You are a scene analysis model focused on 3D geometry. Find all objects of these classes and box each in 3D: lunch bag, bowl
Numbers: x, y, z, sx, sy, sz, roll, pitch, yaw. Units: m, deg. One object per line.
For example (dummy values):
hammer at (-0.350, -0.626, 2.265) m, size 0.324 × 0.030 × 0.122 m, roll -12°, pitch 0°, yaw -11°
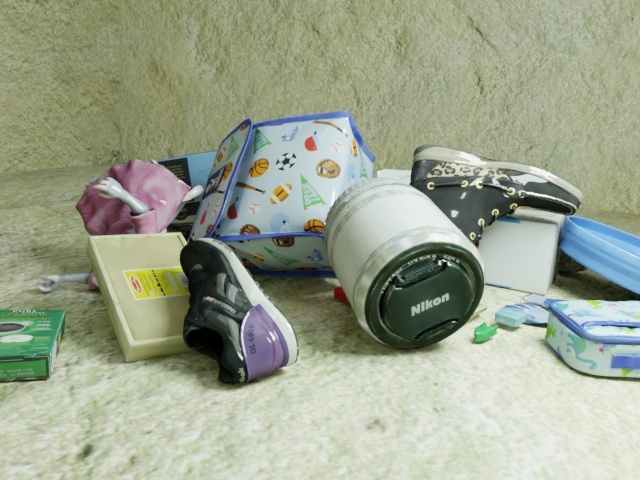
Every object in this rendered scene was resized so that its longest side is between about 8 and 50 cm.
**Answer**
lunch bag at (-0.106, -0.098, 1.335) m, size 0.386 × 0.327 × 0.239 m, roll -1°, pitch -30°, yaw 25°
lunch bag at (0.503, 0.162, 0.982) m, size 0.219 × 0.090 × 0.176 m, roll 3°, pitch 14°, yaw -1°
bowl at (0.739, 0.057, 1.363) m, size 0.392 × 0.077 × 0.391 m, roll 19°, pitch 17°, yaw -6°

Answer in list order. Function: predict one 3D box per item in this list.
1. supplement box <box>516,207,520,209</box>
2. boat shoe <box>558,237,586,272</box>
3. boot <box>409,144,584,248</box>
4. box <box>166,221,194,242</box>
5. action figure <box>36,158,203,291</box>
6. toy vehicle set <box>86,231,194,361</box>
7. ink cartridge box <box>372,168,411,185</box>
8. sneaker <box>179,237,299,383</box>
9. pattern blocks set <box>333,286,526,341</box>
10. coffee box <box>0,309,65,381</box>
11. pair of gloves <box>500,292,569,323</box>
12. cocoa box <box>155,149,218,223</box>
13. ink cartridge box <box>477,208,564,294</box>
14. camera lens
supplement box at (0.490, -0.114, 2.051) m, size 0.195 × 0.194 × 0.357 m, roll -2°, pitch 13°, yaw -26°
boat shoe at (0.654, 0.019, 1.689) m, size 0.117 × 0.123 × 0.324 m, roll 7°, pitch 16°, yaw -21°
boot at (0.355, -0.037, 1.308) m, size 0.378 × 0.284 × 0.138 m, roll 17°, pitch -12°, yaw 8°
box at (-0.333, 0.006, 1.465) m, size 0.180 × 0.077 × 0.147 m, roll -5°, pitch 15°, yaw -39°
action figure at (-0.388, 0.007, 1.213) m, size 0.276 × 0.248 × 0.370 m, roll 28°, pitch 28°, yaw -39°
toy vehicle set at (-0.267, 0.079, 0.975) m, size 0.166 × 0.035 × 0.267 m, roll -3°, pitch 38°, yaw -34°
ink cartridge box at (0.210, -0.137, 2.002) m, size 0.223 × 0.128 × 0.307 m, roll -1°, pitch -8°, yaw -27°
sneaker at (-0.161, 0.095, 0.880) m, size 0.124 × 0.107 × 0.283 m, roll -19°, pitch 43°, yaw -34°
pattern blocks set at (0.216, 0.129, 1.171) m, size 0.286 × 0.026 × 0.325 m, roll -9°, pitch 18°, yaw -37°
coffee box at (-0.431, 0.145, 0.847) m, size 0.113 × 0.040 × 0.184 m, roll 1°, pitch 12°, yaw -19°
pair of gloves at (0.470, 0.146, 1.205) m, size 0.159 × 0.023 × 0.198 m, roll 17°, pitch 18°, yaw 42°
cocoa box at (-0.257, -0.152, 1.721) m, size 0.347 × 0.227 × 0.231 m, roll -7°, pitch 9°, yaw 13°
ink cartridge box at (0.499, 0.016, 1.478) m, size 0.171 × 0.168 × 0.233 m, roll 9°, pitch 12°, yaw 25°
camera lens at (0.134, 0.033, 1.023) m, size 0.220 × 0.219 × 0.274 m, roll 1°, pitch 29°, yaw -16°
